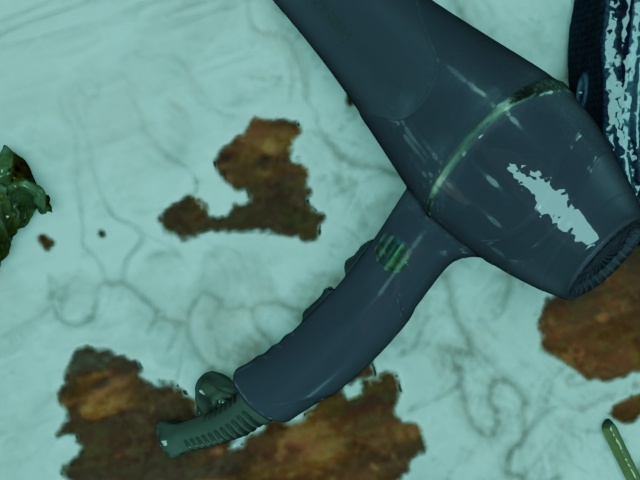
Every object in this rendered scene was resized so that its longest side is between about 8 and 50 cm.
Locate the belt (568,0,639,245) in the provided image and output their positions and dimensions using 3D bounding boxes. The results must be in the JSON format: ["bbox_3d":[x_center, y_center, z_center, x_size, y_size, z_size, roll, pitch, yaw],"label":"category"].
[{"bbox_3d":[0.230,-0.099,1.216,0.122,0.128,0.218,-2,93,-5],"label":"belt"}]

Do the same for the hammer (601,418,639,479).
[{"bbox_3d":[0.246,0.206,1.282,0.060,0.028,0.195,-25,91,-5],"label":"hammer"}]

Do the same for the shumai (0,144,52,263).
[{"bbox_3d":[-0.225,-0.029,1.252,0.083,0.082,0.080,49,52,-30],"label":"shumai"}]

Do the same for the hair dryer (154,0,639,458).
[{"bbox_3d":[0.000,0.000,1.222,0.301,0.121,0.361,45,104,20],"label":"hair dryer"}]
